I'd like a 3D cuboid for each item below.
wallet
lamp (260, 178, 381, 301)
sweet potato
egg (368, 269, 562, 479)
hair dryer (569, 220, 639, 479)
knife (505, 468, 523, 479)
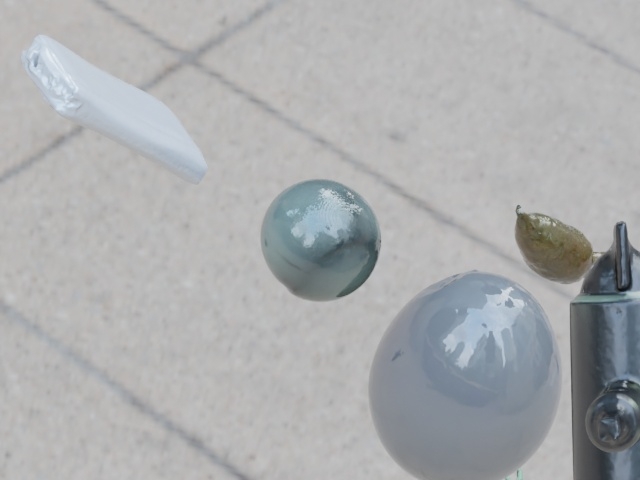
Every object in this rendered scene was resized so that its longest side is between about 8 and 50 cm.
[{"bbox_3d":[-0.168,-0.108,1.363,0.190,0.033,0.095,28,19,-50],"label":"wallet"},{"bbox_3d":[0.000,0.000,1.410,0.105,0.105,0.105,10,43,-9],"label":"lamp"},{"bbox_3d":[0.306,0.021,2.054,0.269,0.075,0.074,22,30,-46],"label":"sweet potato"},{"bbox_3d":[0.133,0.126,1.521,0.176,0.232,0.176,3,48,-3],"label":"egg"},{"bbox_3d":[0.193,0.084,1.059,0.078,0.195,0.248,-3,-1,11],"label":"hair dryer"},{"bbox_3d":[0.175,0.176,1.809,0.030,0.014,0.207,-12,65,-20],"label":"knife"}]
